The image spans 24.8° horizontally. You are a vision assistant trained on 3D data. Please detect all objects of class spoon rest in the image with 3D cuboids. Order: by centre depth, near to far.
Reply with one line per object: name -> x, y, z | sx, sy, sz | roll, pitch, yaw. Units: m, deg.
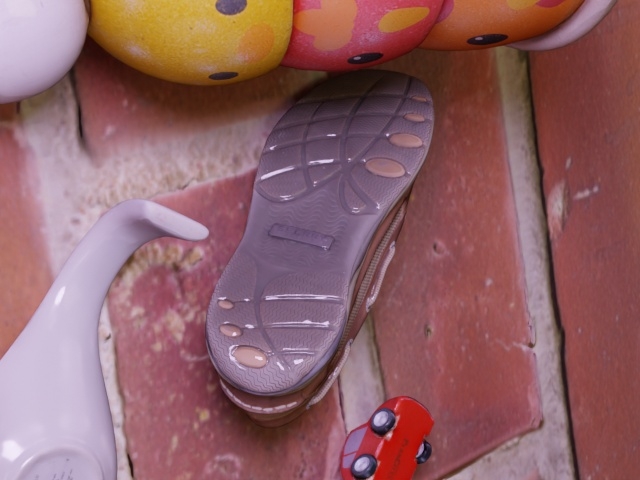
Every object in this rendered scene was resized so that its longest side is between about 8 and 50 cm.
spoon rest -> -0.169, 0.100, 0.978 | 0.137, 0.084, 0.276 | 28, 86, -39

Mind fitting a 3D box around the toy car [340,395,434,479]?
toy car -> -0.003, 0.246, 1.144 | 0.225, 0.053, 0.239 | 0, 91, -43

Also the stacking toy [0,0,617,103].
stacking toy -> -0.059, -0.210, 0.963 | 0.479, 0.350, 0.351 | -28, 112, -19

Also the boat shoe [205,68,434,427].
boat shoe -> 0.000, 0.000, 1.112 | 0.116, 0.123, 0.324 | 89, 25, -52
